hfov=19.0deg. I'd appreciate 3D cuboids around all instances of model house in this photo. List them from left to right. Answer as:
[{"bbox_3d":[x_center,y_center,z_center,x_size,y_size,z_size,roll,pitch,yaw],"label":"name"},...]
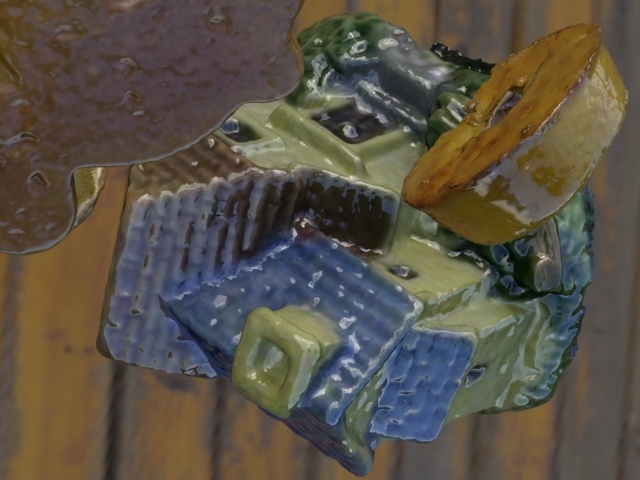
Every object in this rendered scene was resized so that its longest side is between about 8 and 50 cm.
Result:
[{"bbox_3d":[0.000,0.000,1.372,0.266,0.321,0.261,-20,135,-46],"label":"model house"}]

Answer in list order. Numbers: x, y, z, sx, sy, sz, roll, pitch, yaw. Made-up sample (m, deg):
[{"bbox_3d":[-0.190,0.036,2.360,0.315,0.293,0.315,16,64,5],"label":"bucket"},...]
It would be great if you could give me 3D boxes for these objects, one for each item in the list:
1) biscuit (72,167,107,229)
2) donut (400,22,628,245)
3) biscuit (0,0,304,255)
[{"bbox_3d":[-0.212,-0.044,1.428,0.018,0.147,0.071,39,70,-46],"label":"biscuit"},{"bbox_3d":[0.087,-0.043,0.809,0.043,0.097,0.108,43,79,-18],"label":"donut"},{"bbox_3d":[-0.126,-0.078,0.784,0.249,0.035,0.184,-24,128,2],"label":"biscuit"}]
